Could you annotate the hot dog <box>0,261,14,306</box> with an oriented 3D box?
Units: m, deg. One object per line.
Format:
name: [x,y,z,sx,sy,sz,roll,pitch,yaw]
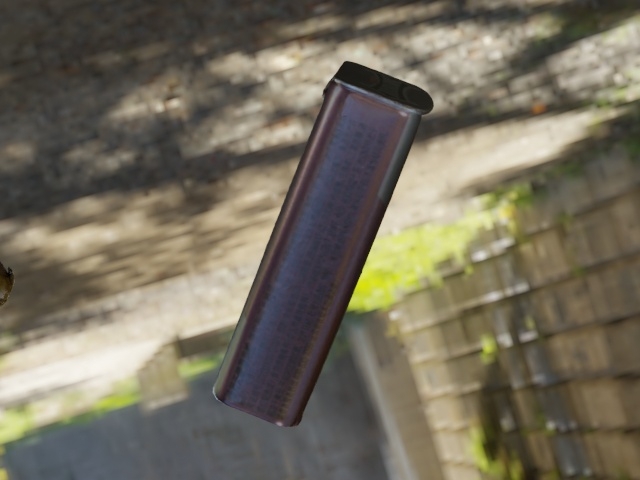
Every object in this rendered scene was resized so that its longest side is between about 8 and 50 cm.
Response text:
hot dog: [-0.285,0.015,0.958,0.083,0.068,0.289,32,-168,30]

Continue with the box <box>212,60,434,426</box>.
box: [0.000,0.000,1.124,0.069,0.224,0.120,22,-169,-1]
